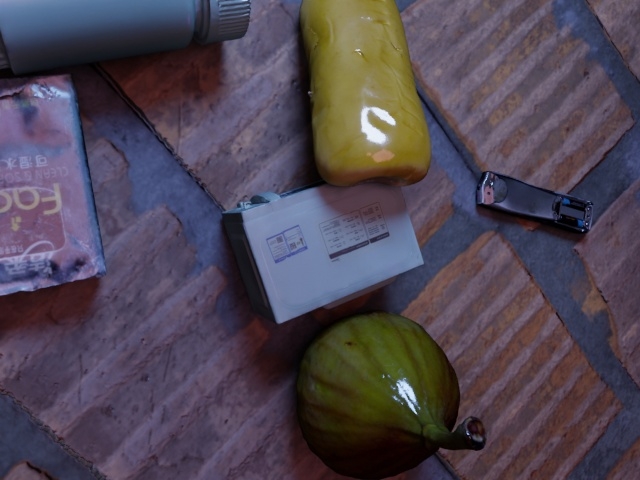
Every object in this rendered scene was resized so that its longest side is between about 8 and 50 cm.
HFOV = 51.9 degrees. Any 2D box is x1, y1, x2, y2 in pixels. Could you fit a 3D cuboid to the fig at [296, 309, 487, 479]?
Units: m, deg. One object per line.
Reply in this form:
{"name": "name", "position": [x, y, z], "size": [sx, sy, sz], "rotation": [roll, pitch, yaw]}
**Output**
{"name": "fig", "position": [0.088, 0.197, 0.776], "size": [0.217, 0.321, 0.216], "rotation": [0, 90, -15]}

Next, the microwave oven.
{"name": "microwave oven", "position": [0.000, 0.000, 0.841], "size": [0.208, 0.122, 0.162], "rotation": [-20, 99, -18]}

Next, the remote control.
{"name": "remote control", "position": [0.333, -0.057, 1.013], "size": [0.212, 0.028, 0.059], "rotation": [12, 88, -21]}

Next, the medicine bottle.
{"name": "medicine bottle", "position": [-0.250, -0.277, 0.720], "size": [0.318, 0.158, 0.158], "rotation": [-16, 97, -20]}

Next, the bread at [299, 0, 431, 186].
{"name": "bread", "position": [0.051, -0.203, 0.808], "size": [0.142, 0.091, 0.305], "rotation": [0, 64, -15]}

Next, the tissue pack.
{"name": "tissue pack", "position": [-0.346, -0.059, 0.736], "size": [0.174, 0.073, 0.235], "rotation": [-9, 94, -19]}
